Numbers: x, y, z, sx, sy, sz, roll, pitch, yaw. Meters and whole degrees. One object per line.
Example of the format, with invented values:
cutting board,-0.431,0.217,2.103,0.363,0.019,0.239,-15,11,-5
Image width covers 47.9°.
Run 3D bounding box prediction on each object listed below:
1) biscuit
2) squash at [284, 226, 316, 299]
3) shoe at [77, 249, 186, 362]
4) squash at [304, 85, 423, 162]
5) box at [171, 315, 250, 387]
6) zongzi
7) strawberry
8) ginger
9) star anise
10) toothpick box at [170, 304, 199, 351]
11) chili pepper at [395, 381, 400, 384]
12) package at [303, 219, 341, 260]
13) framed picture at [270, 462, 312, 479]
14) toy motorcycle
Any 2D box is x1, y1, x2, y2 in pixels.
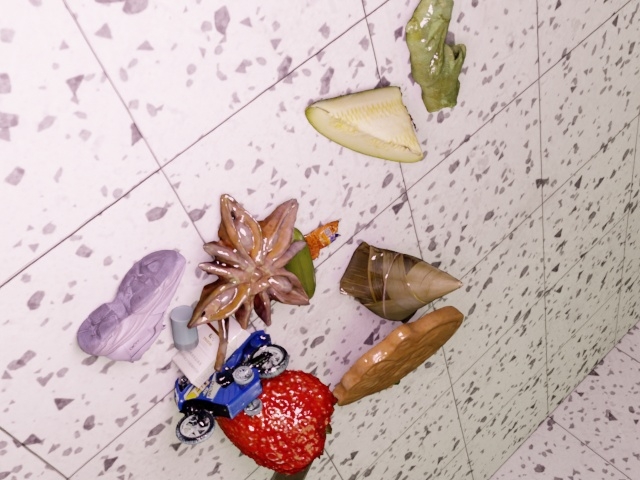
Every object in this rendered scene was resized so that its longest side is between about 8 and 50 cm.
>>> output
biscuit,0.219,0.321,1.964,0.365,0.062,0.385,-11,148,-42
squash,-0.046,0.066,1.598,0.066,0.066,0.252,-35,139,-21
shoe,-0.325,0.130,1.347,0.245,0.095,0.137,-47,145,-2
squash,0.078,-0.211,1.477,0.252,0.093,0.170,-20,87,-36
box,-0.231,0.223,1.515,0.154,0.084,0.040,-45,141,-9
zongzi,0.243,0.133,1.755,0.289,0.317,0.154,35,71,-53
strawberry,-0.112,0.416,1.683,0.276,0.257,0.258,13,112,-15
ginger,0.247,-0.398,1.530,0.137,0.089,0.290,-31,136,2
star anise,-0.148,0.069,1.439,0.292,0.109,0.350,-17,109,-24
toothpick box,-0.276,0.178,1.461,0.052,0.052,0.083,-25,133,-31
chili pepper,0.216,0.426,2.186,0.027,0.022,0.083,-27,149,22
package,0.001,0.000,1.622,0.110,0.033,0.077,-32,147,-18
framed picture,-0.087,0.676,2.074,0.149,0.011,0.109,8,113,-49
toy motorcycle,-0.208,0.307,1.556,0.315,0.168,0.113,-38,133,-33
